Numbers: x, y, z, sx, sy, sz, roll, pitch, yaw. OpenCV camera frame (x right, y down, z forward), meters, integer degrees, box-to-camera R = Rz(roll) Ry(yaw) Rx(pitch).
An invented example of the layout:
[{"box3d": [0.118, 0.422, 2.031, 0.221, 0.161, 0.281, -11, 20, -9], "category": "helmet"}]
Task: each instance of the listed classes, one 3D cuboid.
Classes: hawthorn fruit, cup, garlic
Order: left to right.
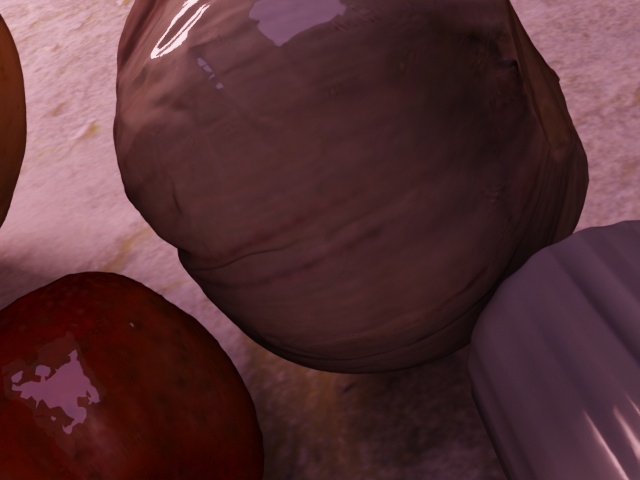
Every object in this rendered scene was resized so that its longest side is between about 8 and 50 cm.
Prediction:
[{"box3d": [-0.106, 0.119, 0.478, 0.179, 0.179, 0.200, -35, 58, -25], "category": "hawthorn fruit"}, {"box3d": [0.013, -0.056, 0.558, 0.260, 0.317, 0.317, -15, 35, 22], "category": "garlic"}, {"box3d": [0.184, 0.114, 0.430, 0.167, 0.221, 0.202, -45, 31, 16], "category": "cup"}]

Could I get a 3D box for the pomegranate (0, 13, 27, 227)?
[{"box3d": [-0.394, -0.067, 0.635, 0.412, 0.411, 0.411, -9, 38, 7], "category": "pomegranate"}]
